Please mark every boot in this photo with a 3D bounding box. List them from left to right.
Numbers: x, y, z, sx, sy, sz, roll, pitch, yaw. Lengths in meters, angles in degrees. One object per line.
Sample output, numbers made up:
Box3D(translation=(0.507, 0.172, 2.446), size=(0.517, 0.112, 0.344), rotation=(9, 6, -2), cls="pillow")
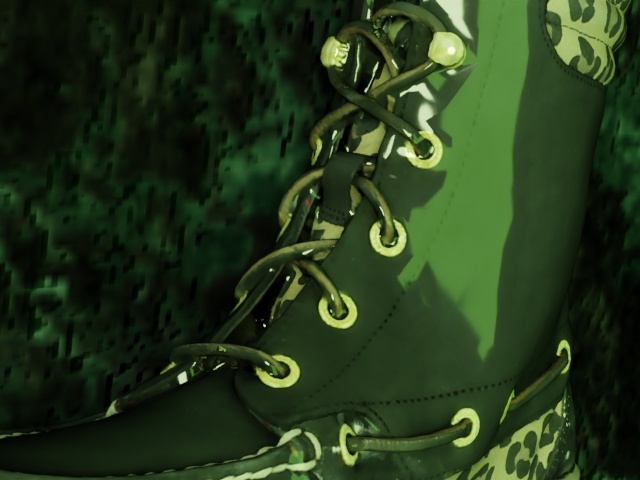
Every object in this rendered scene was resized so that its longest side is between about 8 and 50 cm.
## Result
Box3D(translation=(-0.001, 0.000, 0.387), size=(0.236, 0.085, 0.179), rotation=(4, 95, -49), cls="boot")
